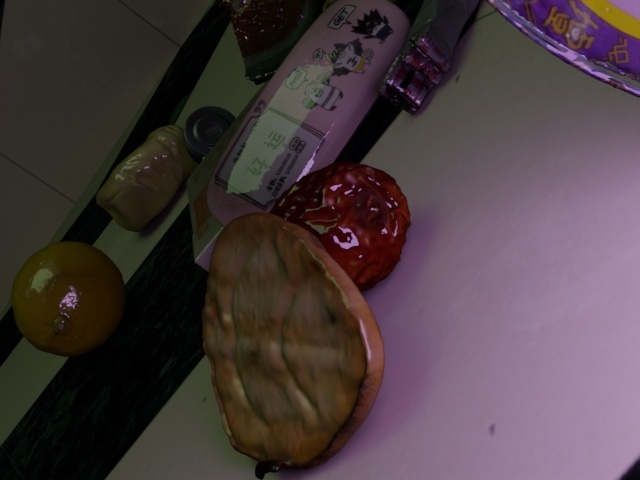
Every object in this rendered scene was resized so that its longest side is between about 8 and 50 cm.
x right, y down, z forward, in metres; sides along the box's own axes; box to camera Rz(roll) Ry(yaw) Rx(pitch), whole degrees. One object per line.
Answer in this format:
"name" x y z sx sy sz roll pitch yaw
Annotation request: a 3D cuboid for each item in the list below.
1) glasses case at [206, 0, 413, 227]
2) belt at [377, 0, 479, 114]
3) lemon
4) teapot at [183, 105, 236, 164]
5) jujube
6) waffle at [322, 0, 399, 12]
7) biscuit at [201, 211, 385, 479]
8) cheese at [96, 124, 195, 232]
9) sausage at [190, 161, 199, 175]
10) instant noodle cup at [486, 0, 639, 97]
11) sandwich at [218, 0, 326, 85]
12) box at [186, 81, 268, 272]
"glasses case" -0.010 -0.138 1.026 0.122 0.075 0.314 31 83 32
"belt" 0.129 -0.235 0.954 0.071 0.053 0.232 -18 40 58
"lemon" -0.395 0.093 1.452 0.178 0.178 0.203 -51 18 10
"teapot" -0.187 -0.147 1.502 0.124 0.092 0.091 -53 -6 -24
"jujube" 0.000 0.000 0.781 0.112 0.109 0.176 -26 -2 -34
"waffle" 0.080 -0.376 1.310 0.291 0.051 0.291 -46 22 25
"biscuit" -0.030 0.079 0.703 0.260 0.041 0.203 -2 87 58
"cheese" -0.323 -0.123 1.743 0.214 0.117 0.226 -52 14 -12
"sausage" -0.187 -0.160 1.615 0.132 0.024 0.024 -45 21 23
"instant noodle cup" 0.222 -0.260 0.406 0.266 0.340 0.340 -54 17 -25
"sandwich" -0.057 -0.360 1.463 0.235 0.159 0.079 -31 19 23
"box" -0.101 -0.095 1.260 0.204 0.051 0.365 -49 20 9
